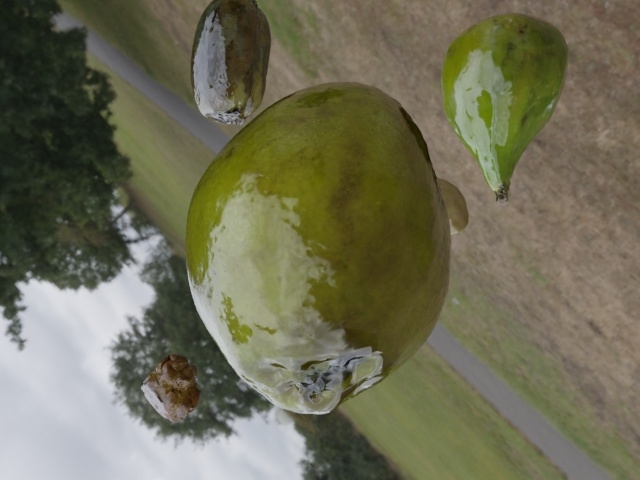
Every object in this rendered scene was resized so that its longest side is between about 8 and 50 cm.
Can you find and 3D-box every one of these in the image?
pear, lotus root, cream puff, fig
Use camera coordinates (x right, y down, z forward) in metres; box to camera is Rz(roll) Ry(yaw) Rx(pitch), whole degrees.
[{"bbox_3d":[0.000,0.000,0.889,0.351,0.413,0.352,10,141,8],"label":"pear"},{"bbox_3d":[-0.190,-0.382,1.492,0.160,0.275,0.152,-2,167,37],"label":"lotus root"},{"bbox_3d":[-0.267,0.266,1.316,0.116,0.094,0.122,15,136,43],"label":"cream puff"},{"bbox_3d":[0.323,-0.252,1.257,0.233,0.233,0.314,57,-149,-47],"label":"fig"}]

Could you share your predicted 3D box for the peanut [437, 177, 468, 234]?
[{"bbox_3d":[0.114,-0.074,1.501,0.192,0.387,0.170,-72,-10,-61],"label":"peanut"}]
